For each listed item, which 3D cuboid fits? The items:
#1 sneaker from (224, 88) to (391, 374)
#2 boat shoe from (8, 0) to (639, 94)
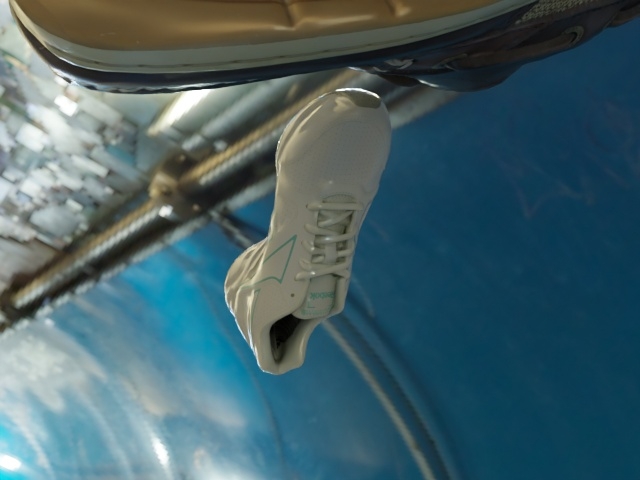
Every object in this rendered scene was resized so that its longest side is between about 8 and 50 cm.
[{"bbox_3d":[0.000,0.000,0.546,0.061,0.054,0.152,-110,-146,-45],"label":"sneaker"},{"bbox_3d":[0.039,-0.092,0.381,0.285,0.103,0.092,-22,154,-24],"label":"boat shoe"}]
